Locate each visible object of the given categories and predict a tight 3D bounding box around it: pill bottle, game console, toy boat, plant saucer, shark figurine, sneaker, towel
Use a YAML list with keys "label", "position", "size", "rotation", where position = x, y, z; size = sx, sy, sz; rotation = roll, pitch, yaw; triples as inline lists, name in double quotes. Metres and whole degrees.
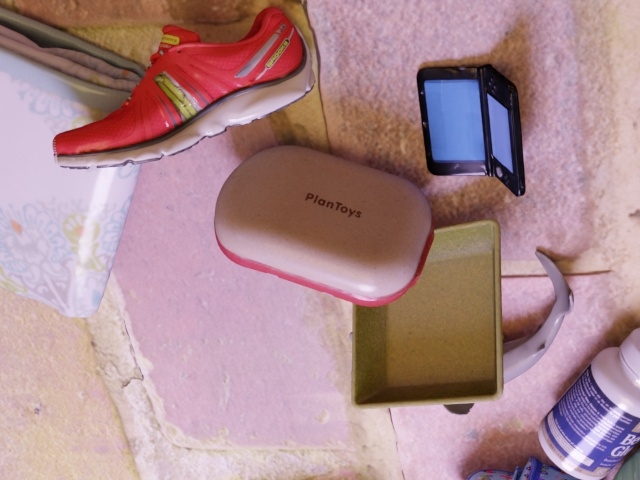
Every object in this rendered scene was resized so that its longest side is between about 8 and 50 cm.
- label: "pill bottle"
  position: [0.320, 0.177, 1.271]
  size: [0.094, 0.094, 0.169]
  rotation: [30, 123, -2]
- label: "game console"
  position: [0.151, -0.108, 1.170]
  size: [0.071, 0.107, 0.122]
  rotation: [-15, 118, -8]
- label: "toy boat"
  position: [0.000, 0.000, 1.244]
  size: [0.231, 0.151, 0.151]
  rotation: [19, 148, 9]
- label: "plant saucer"
  position: [0.121, 0.084, 1.237]
  size: [0.188, 0.188, 0.045]
  rotation: [-10, 162, 38]
- label: "shark figurine"
  position: [0.180, 0.139, 1.281]
  size: [0.278, 0.116, 0.166]
  rotation: [-23, 113, 28]
- label: "sneaker"
  position: [-0.147, -0.155, 1.173]
  size: [0.279, 0.107, 0.118]
  rotation: [-24, 103, -10]
- label: "towel"
  position: [-0.386, -0.110, 1.312]
  size: [0.375, 0.090, 0.320]
  rotation: [23, 126, 2]

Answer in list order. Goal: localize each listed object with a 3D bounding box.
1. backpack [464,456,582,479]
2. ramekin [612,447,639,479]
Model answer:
- label: "backpack"
  position: [0.229, 0.325, 1.357]
  size: [0.173, 0.158, 0.116]
  rotation: [23, 115, 16]
- label: "ramekin"
  position: [0.455, 0.335, 1.270]
  size: [0.304, 0.148, 0.303]
  rotation: [4, 128, 5]
